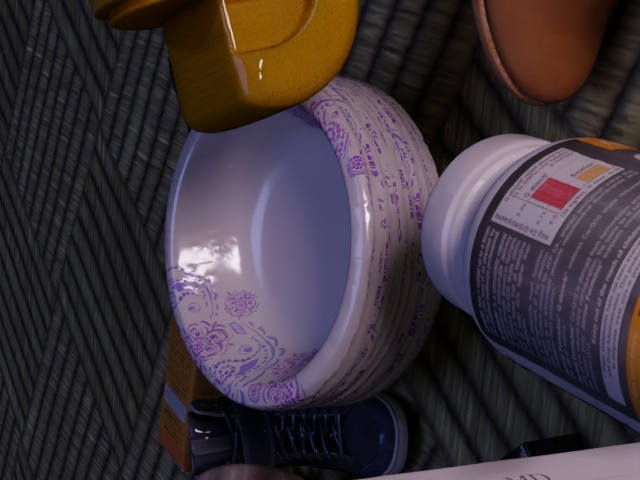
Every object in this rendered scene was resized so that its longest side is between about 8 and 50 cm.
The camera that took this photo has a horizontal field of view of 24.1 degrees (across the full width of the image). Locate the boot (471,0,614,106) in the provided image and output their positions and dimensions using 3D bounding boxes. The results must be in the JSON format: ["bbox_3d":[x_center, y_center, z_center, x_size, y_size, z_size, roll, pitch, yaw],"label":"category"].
[{"bbox_3d":[0.203,-0.195,0.948,0.220,0.109,0.284,41,126,54],"label":"boot"}]

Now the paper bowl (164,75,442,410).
[{"bbox_3d":[0.000,0.000,1.285,0.284,0.148,0.284,0,90,52],"label":"paper bowl"}]

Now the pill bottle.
[{"bbox_3d":[0.189,0.023,0.938,0.278,0.162,0.162,30,119,58],"label":"pill bottle"}]

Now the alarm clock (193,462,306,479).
[{"bbox_3d":[-0.079,0.256,1.372,0.129,0.192,0.064,113,173,-48],"label":"alarm clock"}]

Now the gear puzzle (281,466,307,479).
[{"bbox_3d":[0.029,0.335,1.423,0.339,0.044,0.176,-131,44,-54],"label":"gear puzzle"}]

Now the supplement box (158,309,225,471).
[{"bbox_3d":[-0.119,0.132,1.637,0.080,0.078,0.234,40,128,54],"label":"supplement box"}]

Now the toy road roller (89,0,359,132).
[{"bbox_3d":[-0.021,-0.219,1.156,0.202,0.329,0.241,-9,94,63],"label":"toy road roller"}]

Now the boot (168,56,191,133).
[{"bbox_3d":[-0.106,-0.116,1.553,0.161,0.083,0.247,99,163,-76],"label":"boot"}]

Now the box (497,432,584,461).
[{"bbox_3d":[0.163,0.190,1.128,0.083,0.052,0.062,-49,52,52],"label":"box"}]

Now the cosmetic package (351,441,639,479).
[{"bbox_3d":[0.221,0.189,0.664,0.284,0.377,0.098,40,127,55],"label":"cosmetic package"}]

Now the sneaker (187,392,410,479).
[{"bbox_3d":[-0.030,0.184,1.383,0.226,0.163,0.086,-10,83,61],"label":"sneaker"}]
